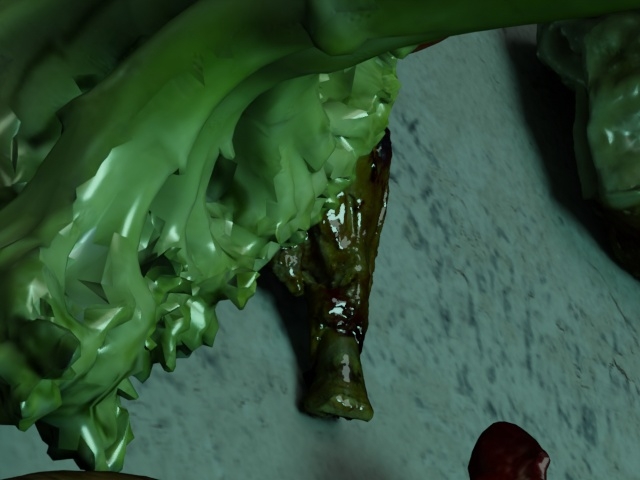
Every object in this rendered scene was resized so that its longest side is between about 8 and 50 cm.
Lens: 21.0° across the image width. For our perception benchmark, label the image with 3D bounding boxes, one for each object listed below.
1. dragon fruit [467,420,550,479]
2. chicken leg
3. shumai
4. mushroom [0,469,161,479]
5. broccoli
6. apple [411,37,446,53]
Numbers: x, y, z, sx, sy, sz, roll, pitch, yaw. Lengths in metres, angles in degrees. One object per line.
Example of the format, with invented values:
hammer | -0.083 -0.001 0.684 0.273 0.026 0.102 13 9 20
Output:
dragon fruit | 0.109 0.270 0.697 0.228 0.286 0.329 -36 65 -21
chicken leg | 0.000 0.000 0.820 0.093 0.070 0.178 48 36 -64
shumai | 0.285 -0.085 1.130 0.225 0.260 0.222 63 9 -75
mushroom | -0.051 0.196 0.500 0.278 0.146 0.278 25 50 -34
broccoli | 0.005 -0.123 0.632 0.275 0.397 0.353 20 39 -45
apple | 0.023 -0.208 0.934 0.209 0.164 0.209 33 40 -33
